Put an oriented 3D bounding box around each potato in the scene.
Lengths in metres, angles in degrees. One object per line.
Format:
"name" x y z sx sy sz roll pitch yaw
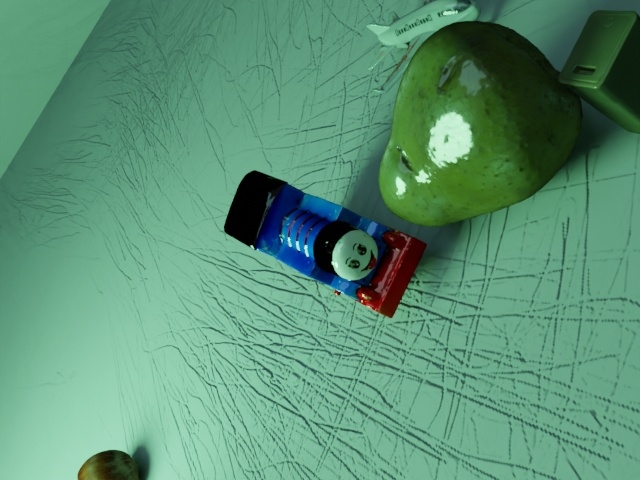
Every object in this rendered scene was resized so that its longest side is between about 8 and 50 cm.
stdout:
"potato" 0.125 -0.088 0.635 0.194 0.157 0.157 -52 35 37

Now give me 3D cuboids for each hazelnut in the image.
"hazelnut" -0.277 0.316 0.970 0.086 0.086 0.086 -31 47 39

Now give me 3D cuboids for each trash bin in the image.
"trash bin" 0.232 -0.123 0.560 0.043 0.092 0.061 30 93 55

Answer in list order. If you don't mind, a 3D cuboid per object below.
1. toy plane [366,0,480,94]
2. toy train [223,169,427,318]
"toy plane" 0.115 -0.234 0.808 0.171 0.065 0.162 9 76 52
"toy train" 0.000 0.000 0.751 0.204 0.131 0.082 25 88 55
